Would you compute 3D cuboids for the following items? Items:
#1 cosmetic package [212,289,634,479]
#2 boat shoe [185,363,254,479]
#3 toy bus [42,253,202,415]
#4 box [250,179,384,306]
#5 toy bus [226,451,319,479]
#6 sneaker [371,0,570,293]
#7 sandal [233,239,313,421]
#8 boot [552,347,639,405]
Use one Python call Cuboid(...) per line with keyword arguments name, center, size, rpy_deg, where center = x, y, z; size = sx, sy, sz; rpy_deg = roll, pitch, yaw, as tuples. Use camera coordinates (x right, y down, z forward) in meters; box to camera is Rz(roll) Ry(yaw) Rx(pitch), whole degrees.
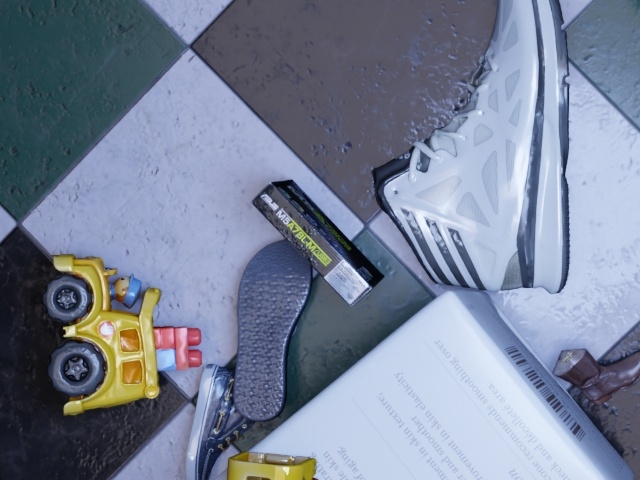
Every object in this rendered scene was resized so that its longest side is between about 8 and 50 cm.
Cuboid(name="cosmetic package", center=(0.137, 0.304, 1.765), size=(0.394, 0.327, 0.329), rpy_deg=(-40, 80, 9))
Cuboid(name="boat shoe", center=(-0.135, 0.268, 1.952), size=(0.083, 0.065, 0.183), rpy_deg=(10, 94, 6))
Cuboid(name="toy bus", center=(-0.272, 0.121, 1.932), size=(0.212, 0.149, 0.220), rpy_deg=(-6, 90, -5))
Cuboid(name="box", center=(0.000, 0.000, 1.859), size=(0.045, 0.184, 0.190), rpy_deg=(-44, 86, 10))
Cuboid(name="toy bus", center=(-0.063, 0.337, 1.593), size=(0.191, 0.104, 0.202), rpy_deg=(-43, 79, 10))
Cuboid(name="sneaker", center=(0.191, -0.149, 1.832), size=(0.258, 0.169, 0.447), rpy_deg=(-1, 95, 6))
Cuboid(name="sandal", center=(-0.073, 0.121, 1.931), size=(0.097, 0.054, 0.254), rpy_deg=(12, 85, 8))
Cuboid(name="boot", center=(0.372, 0.162, 1.861), size=(0.106, 0.037, 0.114), rpy_deg=(-44, 127, 9))
